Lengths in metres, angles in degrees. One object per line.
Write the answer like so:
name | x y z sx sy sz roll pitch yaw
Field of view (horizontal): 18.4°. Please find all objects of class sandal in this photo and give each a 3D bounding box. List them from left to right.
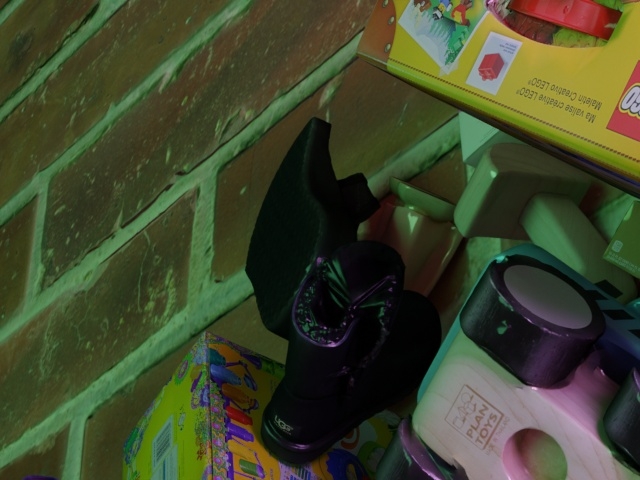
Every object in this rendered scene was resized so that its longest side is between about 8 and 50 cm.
sandal | -0.001 0.002 2.062 0.167 0.107 0.446 -60 13 18

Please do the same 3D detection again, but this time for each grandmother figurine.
grandmother figurine | 0.049 0.106 2.119 0.208 0.104 0.342 -78 12 -85

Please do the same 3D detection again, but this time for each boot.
boot | 0.048 0.074 1.801 0.246 0.094 0.207 -38 -22 -37

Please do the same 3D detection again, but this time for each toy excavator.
toy excavator | 0.224 0.094 1.730 0.433 0.445 0.222 38 118 22

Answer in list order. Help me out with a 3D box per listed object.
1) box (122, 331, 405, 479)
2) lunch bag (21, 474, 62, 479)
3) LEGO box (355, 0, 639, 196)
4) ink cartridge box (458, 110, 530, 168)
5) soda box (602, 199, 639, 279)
box | -0.030 0.283 1.881 0.177 0.279 0.290 -54 23 28
lunch bag | -0.327 0.504 2.210 0.385 0.239 0.327 -102 20 -51
LEGO box | 0.317 -0.112 1.554 0.193 0.372 0.500 -64 29 4
ink cartridge box | 0.204 -0.141 2.041 0.090 0.092 0.143 -42 36 37
soda box | 0.329 0.034 1.634 0.058 0.181 0.061 -62 -15 7
